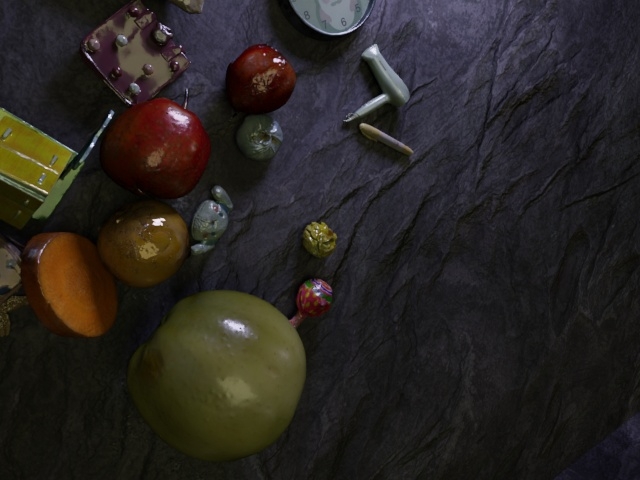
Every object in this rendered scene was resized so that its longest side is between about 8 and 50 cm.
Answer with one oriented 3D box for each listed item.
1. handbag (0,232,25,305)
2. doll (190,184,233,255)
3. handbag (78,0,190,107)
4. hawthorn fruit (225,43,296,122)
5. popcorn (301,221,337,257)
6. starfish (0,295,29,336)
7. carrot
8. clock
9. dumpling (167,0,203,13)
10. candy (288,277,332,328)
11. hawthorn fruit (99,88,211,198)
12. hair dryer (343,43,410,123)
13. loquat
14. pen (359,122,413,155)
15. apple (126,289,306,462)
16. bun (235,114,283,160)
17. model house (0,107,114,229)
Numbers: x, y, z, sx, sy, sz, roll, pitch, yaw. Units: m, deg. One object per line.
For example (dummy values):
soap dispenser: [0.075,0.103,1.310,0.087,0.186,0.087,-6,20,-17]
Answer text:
handbag: [-0.796,0.037,1.130,0.190,0.193,0.251,-44,106,-17]
doll: [-0.318,-0.053,1.431,0.103,0.072,0.214,26,81,-41]
handbag: [-0.463,-0.468,1.253,0.216,0.074,0.203,-44,118,-11]
hawthorn fruit: [-0.178,-0.416,1.353,0.181,0.181,0.235,40,83,-28]
popcorn: [0.000,0.000,1.584,0.116,0.106,0.120,-12,108,-14]
starfish: [-0.819,0.178,1.247,0.210,0.053,0.150,-17,114,-24]
carrot: [-0.610,0.108,1.201,0.100,0.258,0.307,-13,148,5]
clock: [0.021,-0.749,1.432,0.319,0.066,0.318,-6,105,-25]
dumpling: [-0.441,-0.679,1.204,0.332,0.086,0.166,11,98,-28]
candy: [-0.093,0.282,1.622,0.124,0.124,0.365,35,97,-29]
hawthorn fruit: [-0.403,-0.255,1.258,0.254,0.254,0.300,22,76,-29]
hair dryer: [0.147,-0.467,1.578,0.237,0.075,0.206,-43,110,-2]
loquat: [-0.454,0.009,1.287,0.235,0.235,0.235,-7,105,-25]
pen: [0.219,-0.331,1.655,0.233,0.032,0.040,22,115,-30]
apple: [-0.271,0.351,1.352,0.474,0.474,0.473,-7,105,-25]
bun: [-0.171,-0.298,1.436,0.141,0.083,0.140,-6,103,-27]
model house: [-0.659,-0.218,1.073,0.300,0.324,0.340,34,86,-30]
